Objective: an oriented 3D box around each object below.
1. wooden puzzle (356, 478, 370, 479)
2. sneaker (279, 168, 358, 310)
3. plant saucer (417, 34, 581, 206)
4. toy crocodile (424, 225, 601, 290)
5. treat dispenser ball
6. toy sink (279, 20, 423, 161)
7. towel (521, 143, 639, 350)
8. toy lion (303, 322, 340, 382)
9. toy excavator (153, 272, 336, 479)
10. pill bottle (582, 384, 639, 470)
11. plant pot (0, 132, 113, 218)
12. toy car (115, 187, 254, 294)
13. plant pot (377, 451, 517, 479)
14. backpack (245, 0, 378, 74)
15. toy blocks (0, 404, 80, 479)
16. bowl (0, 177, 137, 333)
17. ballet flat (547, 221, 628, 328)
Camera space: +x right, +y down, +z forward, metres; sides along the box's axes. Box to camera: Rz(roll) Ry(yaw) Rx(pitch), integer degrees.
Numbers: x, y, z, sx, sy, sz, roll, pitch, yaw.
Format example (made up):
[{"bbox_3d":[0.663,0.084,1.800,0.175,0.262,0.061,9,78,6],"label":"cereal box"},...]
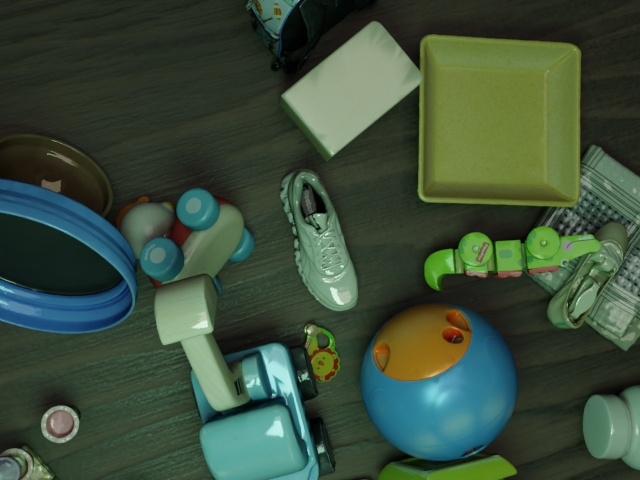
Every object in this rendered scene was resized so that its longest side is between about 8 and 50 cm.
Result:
[{"bbox_3d":[0.005,0.591,1.665,0.239,0.044,0.220,-10,89,-4],"label":"wooden puzzle"},{"bbox_3d":[0.000,0.000,1.653,0.110,0.118,0.292,-21,92,-10],"label":"sneaker"},{"bbox_3d":[0.351,-0.233,1.731,0.333,0.081,0.332,2,86,-8],"label":"plant saucer"},{"bbox_3d":[0.372,0.033,1.678,0.341,0.115,0.105,-5,85,6],"label":"toy crocodile"},{"bbox_3d":[0.217,0.258,1.581,0.288,0.288,0.288,0,87,-8],"label":"treat dispenser ball"},{"bbox_3d":[0.057,-0.287,1.668,0.234,0.131,0.153,-41,93,-3],"label":"toy sink"},{"bbox_3d":[0.602,0.016,1.766,0.324,0.056,0.312,37,83,-5],"label":"towel"},{"bbox_3d":[-0.002,0.224,1.686,0.096,0.034,0.100,25,84,-13],"label":"toy lion"},{"bbox_3d":[-0.132,0.265,1.440,0.222,0.445,0.432,-15,89,2],"label":"toy excavator"},{"bbox_3d":[0.688,0.372,1.703,0.302,0.169,0.169,3,87,-8],"label":"pill bottle"},{"bbox_3d":[-0.509,-0.077,1.565,0.237,0.237,0.109,33,125,-5],"label":"plant pot"},{"bbox_3d":[-0.284,-0.021,1.600,0.238,0.219,0.210,32,82,23],"label":"toy car"},{"bbox_3d":[0.242,0.505,1.589,0.228,0.227,0.207,-6,86,-23],"label":"plant pot"},{"bbox_3d":[-0.022,-0.483,1.599,0.276,0.263,0.213,-43,93,-7],"label":"backpack"},{"bbox_3d":[-0.477,0.485,1.484,0.309,0.260,0.288,-41,92,-9],"label":"toy blocks"},{"bbox_3d":[-0.500,0.032,1.463,0.391,0.391,0.077,14,56,-7],"label":"bowl"},{"bbox_3d":[0.544,0.071,1.700,0.086,0.086,0.248,34,86,-5],"label":"ballet flat"}]
